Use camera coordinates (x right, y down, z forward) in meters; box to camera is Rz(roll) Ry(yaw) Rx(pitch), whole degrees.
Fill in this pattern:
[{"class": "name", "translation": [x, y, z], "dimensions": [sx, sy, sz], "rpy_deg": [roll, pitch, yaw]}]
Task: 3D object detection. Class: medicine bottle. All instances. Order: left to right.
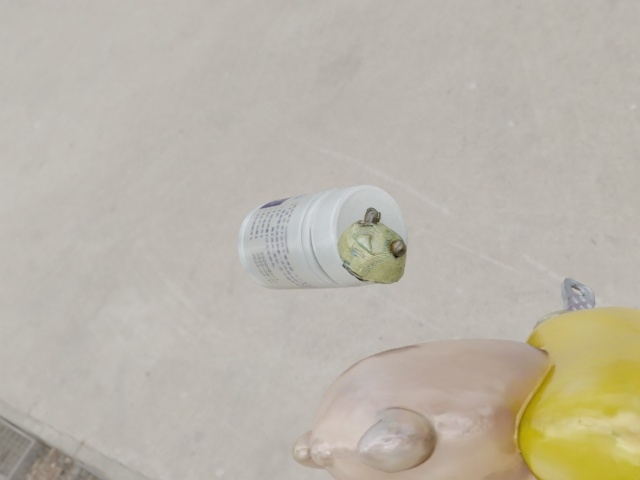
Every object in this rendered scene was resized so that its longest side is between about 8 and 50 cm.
[{"class": "medicine bottle", "translation": [0.000, 0.000, 1.737], "dimensions": [0.332, 0.190, 0.190], "rpy_deg": [-6, 49, 53]}]

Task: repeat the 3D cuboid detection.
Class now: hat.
[{"class": "hat", "translation": [0.062, 0.007, 0.988], "dimensions": [0.059, 0.076, 0.077], "rpy_deg": [-63, 30, 34]}]

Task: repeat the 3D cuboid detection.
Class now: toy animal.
[{"class": "toy animal", "translation": [0.174, 0.198, 0.677], "dimensions": [0.345, 0.247, 0.277], "rpy_deg": [-10, 8, -15]}]

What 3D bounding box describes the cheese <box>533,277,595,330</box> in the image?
[{"class": "cheese", "translation": [0.354, 0.143, 1.203], "dimensions": [0.286, 0.163, 0.082], "rpy_deg": [-77, 13, -56]}]
